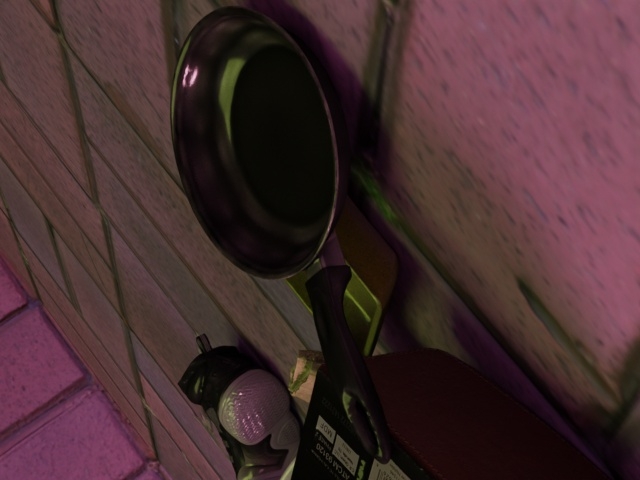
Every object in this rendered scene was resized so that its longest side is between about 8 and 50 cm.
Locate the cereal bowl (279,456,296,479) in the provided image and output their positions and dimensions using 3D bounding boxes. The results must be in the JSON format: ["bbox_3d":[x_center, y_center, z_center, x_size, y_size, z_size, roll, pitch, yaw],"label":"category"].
[{"bbox_3d":[0.078,0.338,1.342,0.339,0.141,0.339,-9,79,55],"label":"cereal bowl"}]

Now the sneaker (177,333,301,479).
[{"bbox_3d":[-0.095,0.227,1.880,0.153,0.101,0.268,43,155,41],"label":"sneaker"}]

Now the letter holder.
[{"bbox_3d":[0.150,0.214,1.065,0.302,0.214,0.152,41,128,43],"label":"letter holder"}]

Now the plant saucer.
[{"bbox_3d":[0.000,0.000,1.208,0.188,0.045,0.188,51,165,15],"label":"plant saucer"}]

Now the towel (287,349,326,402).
[{"bbox_3d":[0.045,0.130,1.253,0.148,0.027,0.110,19,160,-1],"label":"towel"}]

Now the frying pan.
[{"bbox_3d":[-0.006,-0.028,1.040,0.326,0.053,0.197,49,136,30],"label":"frying pan"}]
